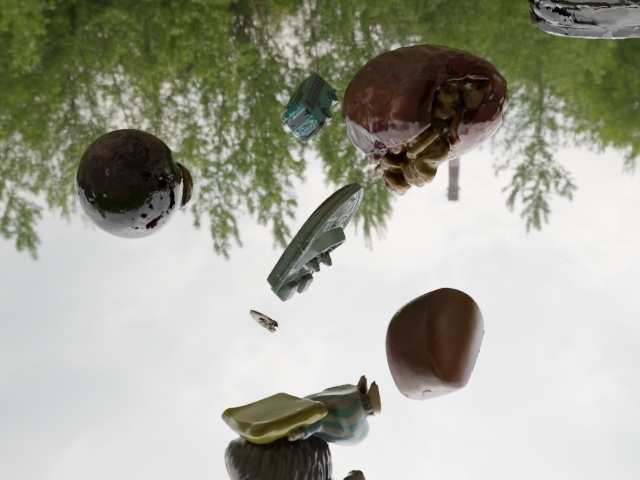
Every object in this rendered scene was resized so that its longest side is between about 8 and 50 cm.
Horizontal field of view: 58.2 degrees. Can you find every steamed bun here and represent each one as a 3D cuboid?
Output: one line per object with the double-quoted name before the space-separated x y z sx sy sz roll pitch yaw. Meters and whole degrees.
"steamed bun" 0.349 0.301 1.797 0.235 0.248 0.379 -34 -168 43

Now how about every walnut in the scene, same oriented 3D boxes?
"walnut" 0.155 -0.195 0.936 0.222 0.244 0.269 23 -178 -17

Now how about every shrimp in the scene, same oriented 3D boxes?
"shrimp" -0.128 0.207 1.430 0.083 0.114 0.023 11 -119 40

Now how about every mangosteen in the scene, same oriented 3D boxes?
"mangosteen" -0.352 -0.109 1.133 0.211 0.211 0.250 4 -176 20

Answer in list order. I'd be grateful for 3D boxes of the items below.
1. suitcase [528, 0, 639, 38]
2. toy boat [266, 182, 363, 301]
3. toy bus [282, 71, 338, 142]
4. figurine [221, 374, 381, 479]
"suitcase" 0.308 -0.291 0.358 0.339 0.188 0.345 19 -112 41
"toy boat" 0.000 0.000 1.231 0.092 0.319 0.141 45 -147 16
"toy bus" -0.025 -0.302 1.298 0.079 0.092 0.160 -34 -154 37
"figurine" -0.019 0.535 1.299 0.361 0.377 0.266 -12 -179 -11
